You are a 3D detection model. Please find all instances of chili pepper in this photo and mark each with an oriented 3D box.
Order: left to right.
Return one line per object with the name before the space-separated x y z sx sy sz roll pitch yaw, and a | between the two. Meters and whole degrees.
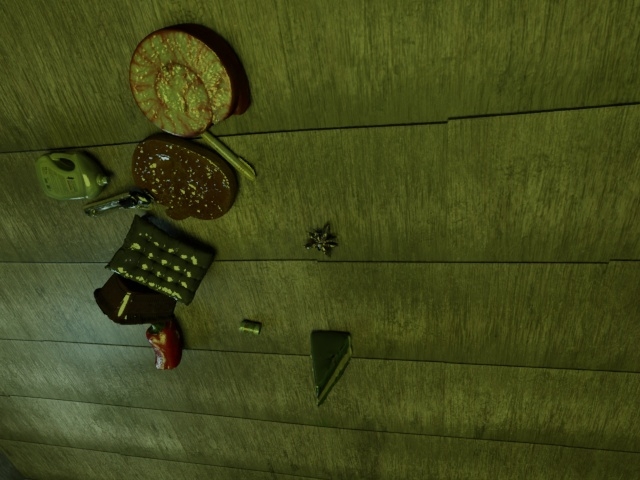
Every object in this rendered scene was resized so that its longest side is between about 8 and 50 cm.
chili pepper | -0.686 0.415 1.909 0.131 0.134 0.338 12 127 17

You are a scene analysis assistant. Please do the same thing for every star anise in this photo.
star anise | 0.007 -0.007 1.515 0.124 0.056 0.129 23 125 -2

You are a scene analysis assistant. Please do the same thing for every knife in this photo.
knife | -0.748 -0.122 1.590 0.365 0.043 0.089 -8 124 29

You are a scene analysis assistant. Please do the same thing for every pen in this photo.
pen | -0.299 -0.282 1.419 0.233 0.032 0.040 43 99 -15

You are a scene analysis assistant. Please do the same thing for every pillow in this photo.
pillow | -0.583 0.072 1.614 0.326 0.101 0.228 28 84 -7

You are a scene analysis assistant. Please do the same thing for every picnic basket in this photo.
picnic basket | -0.690 0.210 1.682 0.222 0.297 0.129 42 107 29

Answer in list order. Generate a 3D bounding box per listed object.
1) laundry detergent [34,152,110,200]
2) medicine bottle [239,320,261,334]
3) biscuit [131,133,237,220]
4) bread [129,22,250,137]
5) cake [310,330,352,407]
laundry detergent | -0.869 -0.225 1.551 0.253 0.091 0.181 4 118 11
medicine bottle | -0.295 0.369 1.844 0.083 0.047 0.047 11 125 7
biscuit | -0.466 -0.197 1.495 0.368 0.063 0.314 22 129 -1
bread | -0.390 -0.460 1.268 0.328 0.114 0.295 -16 119 23
cake | -0.010 0.502 1.739 0.172 0.283 0.158 10 126 26
